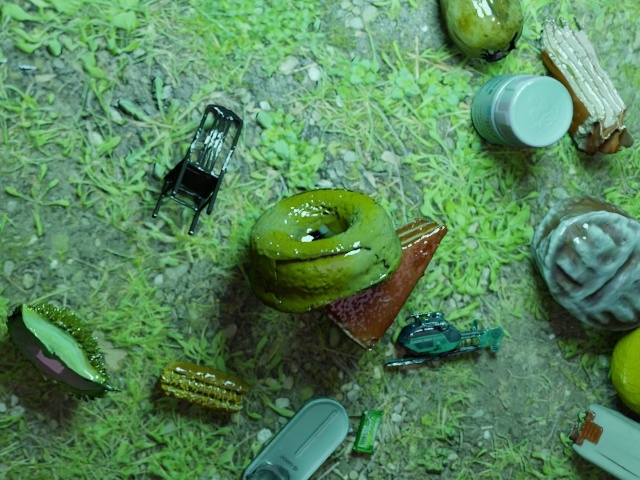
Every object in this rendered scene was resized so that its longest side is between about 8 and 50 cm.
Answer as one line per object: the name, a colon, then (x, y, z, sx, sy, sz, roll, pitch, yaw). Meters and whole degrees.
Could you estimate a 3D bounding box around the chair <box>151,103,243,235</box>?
chair: (-0.207, -0.127, 1.692, 0.084, 0.101, 0.212, 27, 55, -18)

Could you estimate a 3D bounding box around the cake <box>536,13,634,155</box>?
cake: (0.482, -0.287, 1.835, 0.098, 0.135, 0.287, -21, 84, -5)

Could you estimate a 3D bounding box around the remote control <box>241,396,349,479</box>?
remote control: (-0.048, 0.394, 1.827, 0.247, 0.052, 0.104, -46, 106, -3)

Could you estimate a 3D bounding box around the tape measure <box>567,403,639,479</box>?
tape measure: (0.661, 0.430, 1.917, 0.265, 0.258, 0.130, 20, 93, -34)

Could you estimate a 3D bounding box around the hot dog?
hot dog: (-0.212, 0.262, 1.766, 0.165, 0.045, 0.071, 19, 96, -18)

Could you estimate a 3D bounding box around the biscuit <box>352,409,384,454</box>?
biscuit: (0.091, 0.363, 1.876, 0.046, 0.016, 0.089, 13, 96, -18)

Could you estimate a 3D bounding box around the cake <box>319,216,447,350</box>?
cake: (0.079, 0.039, 1.746, 0.160, 0.158, 0.262, 33, 88, -18)

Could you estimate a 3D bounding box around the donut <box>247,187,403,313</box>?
donut: (0.000, 0.000, 1.659, 0.272, 0.272, 0.107, -21, 128, -10)

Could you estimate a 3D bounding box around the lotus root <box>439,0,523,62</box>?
lotus root: (0.274, -0.417, 1.737, 0.138, 0.138, 0.214, -34, 95, -7)

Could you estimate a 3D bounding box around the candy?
candy: (0.528, 0.042, 1.862, 0.289, 0.157, 0.214, 39, 103, -24)

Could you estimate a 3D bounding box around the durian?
durian: (-0.432, 0.182, 1.672, 0.220, 0.137, 0.095, 50, 51, -12)

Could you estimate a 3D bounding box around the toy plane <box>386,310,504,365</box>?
toy plane: (0.238, 0.185, 1.863, 0.235, 0.060, 0.096, -7, 109, -10)

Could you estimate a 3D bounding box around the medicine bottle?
medicine bottle: (0.360, -0.231, 1.762, 0.135, 0.168, 0.135, -3, 101, -14)

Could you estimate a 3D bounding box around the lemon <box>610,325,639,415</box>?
lemon: (0.665, 0.249, 1.914, 0.192, 0.192, 0.231, 1, 97, -15)
